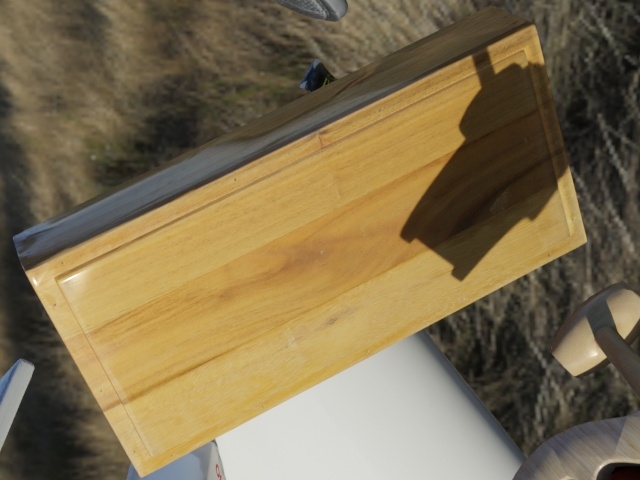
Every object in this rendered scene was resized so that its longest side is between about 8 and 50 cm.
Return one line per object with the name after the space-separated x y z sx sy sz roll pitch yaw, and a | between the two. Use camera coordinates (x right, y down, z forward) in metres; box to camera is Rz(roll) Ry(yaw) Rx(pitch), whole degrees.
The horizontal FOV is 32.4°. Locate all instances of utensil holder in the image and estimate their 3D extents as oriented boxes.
0.027 0.231 1.279 0.385 0.327 0.327 53 157 -7 | utensil holder

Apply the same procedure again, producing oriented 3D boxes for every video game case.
-0.303 0.193 0.934 0.143 0.019 0.157 -41 26 39 | video game case

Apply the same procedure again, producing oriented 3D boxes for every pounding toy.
0.165 0.157 0.583 0.154 0.155 0.269 -44 43 20 | pounding toy

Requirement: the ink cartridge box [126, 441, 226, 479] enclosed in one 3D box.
-0.143 0.331 1.089 0.219 0.092 0.160 -88 -11 -59 | ink cartridge box

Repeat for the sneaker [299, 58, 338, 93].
0.005 -0.149 1.042 0.031 0.035 0.083 -60 -8 7 | sneaker

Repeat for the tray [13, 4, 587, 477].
0.000 0.000 0.856 0.076 0.411 0.203 46 160 58 | tray

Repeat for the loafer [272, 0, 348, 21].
-0.065 -0.210 0.536 0.109 0.302 0.095 26 89 41 | loafer
